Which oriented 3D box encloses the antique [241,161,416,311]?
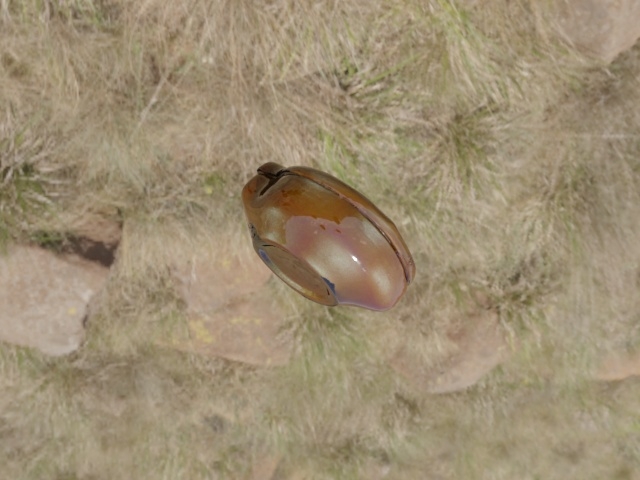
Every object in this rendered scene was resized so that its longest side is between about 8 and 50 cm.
[{"bbox_3d":[0.000,0.000,1.079,0.129,0.278,0.223,-49,157,-20],"label":"antique"}]
